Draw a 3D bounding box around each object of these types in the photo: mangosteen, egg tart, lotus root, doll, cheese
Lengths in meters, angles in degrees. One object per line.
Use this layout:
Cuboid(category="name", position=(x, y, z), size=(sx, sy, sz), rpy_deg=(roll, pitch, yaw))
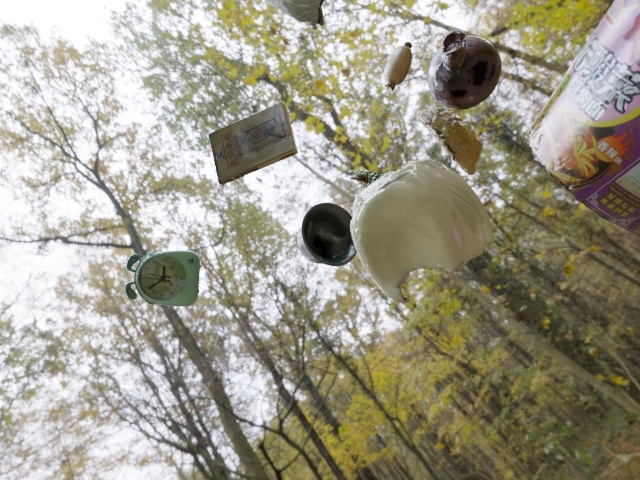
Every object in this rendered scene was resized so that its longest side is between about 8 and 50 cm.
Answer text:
Cuboid(category="mangosteen", position=(0.285, -0.345, 0.880), size=(0.152, 0.152, 0.152), rpy_deg=(-27, -39, -24))
Cuboid(category="egg tart", position=(0.366, -0.288, 1.200), size=(0.232, 0.252, 0.098), rpy_deg=(39, -65, -16))
Cuboid(category="lotus root", position=(0.211, -0.477, 1.200), size=(0.062, 0.073, 0.150), rpy_deg=(24, -94, -31))
Cuboid(category="doll", position=(0.146, -0.193, 1.312), size=(0.077, 0.113, 0.078), rpy_deg=(-48, -2, 35))
Cuboid(category="cheese", position=(0.178, -0.017, 0.824), size=(0.127, 0.233, 0.266), rpy_deg=(-21, -5, -42))

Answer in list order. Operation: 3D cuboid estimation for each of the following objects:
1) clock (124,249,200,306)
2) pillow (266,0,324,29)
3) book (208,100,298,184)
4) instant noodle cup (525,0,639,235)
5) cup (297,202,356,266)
Cuboid(category="clock", position=(-0.413, 0.096, 1.147), size=(0.188, 0.060, 0.148), rpy_deg=(5, -93, -15))
Cuboid(category="pillow", position=(-0.079, -0.570, 0.805), size=(0.138, 0.310, 0.283), rpy_deg=(-58, 8, -21))
Cuboid(category="book", position=(-0.182, -0.259, 1.157), size=(0.230, 0.161, 0.026), rpy_deg=(-20, -21, 13))
Cuboid(category="instant noodle cup", position=(0.462, -0.181, 0.576), size=(0.339, 0.340, 0.266), rpy_deg=(-12, -32, -38))
Cuboid(category="cup", position=(0.000, 0.000, 1.349), size=(0.199, 0.199, 0.150), rpy_deg=(-19, -7, -32))
